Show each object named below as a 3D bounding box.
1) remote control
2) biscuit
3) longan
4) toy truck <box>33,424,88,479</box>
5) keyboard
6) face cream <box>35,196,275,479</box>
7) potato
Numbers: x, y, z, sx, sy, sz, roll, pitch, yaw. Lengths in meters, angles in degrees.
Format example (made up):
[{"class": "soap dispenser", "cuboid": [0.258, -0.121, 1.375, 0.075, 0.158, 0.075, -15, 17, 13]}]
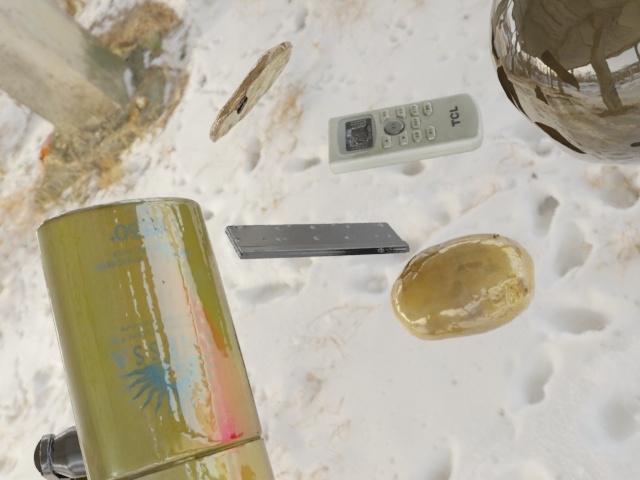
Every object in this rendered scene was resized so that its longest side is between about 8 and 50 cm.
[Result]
[{"class": "remote control", "cuboid": [0.102, -0.132, 0.879, 0.190, 0.029, 0.087, -8, 52, 11]}, {"class": "biscuit", "cuboid": [-0.145, -0.301, 1.462, 0.260, 0.041, 0.203, -47, 7, 19]}, {"class": "longan", "cuboid": [0.277, -0.189, 0.640, 0.258, 0.258, 0.258, -24, 48, 29]}, {"class": "toy truck", "cuboid": [-0.297, 0.317, 1.081, 0.225, 0.165, 0.147, -13, 61, 7]}, {"class": "keyboard", "cuboid": [0.000, 0.000, 1.203, 0.101, 0.310, 0.018, -128, 43, -51]}, {"class": "face cream", "cuboid": [-0.127, 0.108, 0.570, 0.067, 0.139, 0.285, -42, 62, 60]}, {"class": "potato", "cuboid": [0.218, 0.069, 1.125, 0.234, 0.146, 0.150, -16, 19, 17]}]
